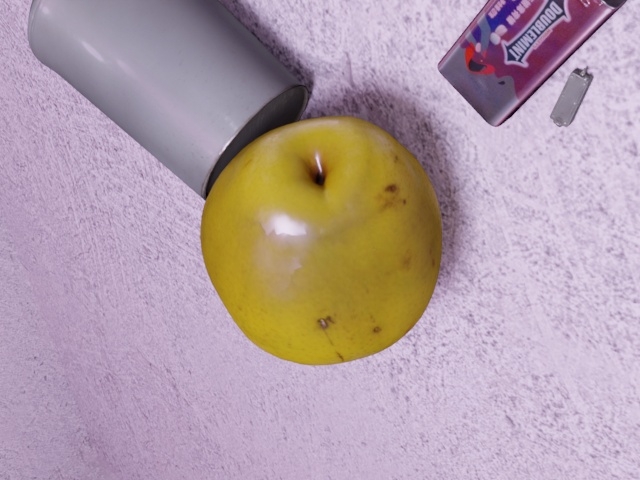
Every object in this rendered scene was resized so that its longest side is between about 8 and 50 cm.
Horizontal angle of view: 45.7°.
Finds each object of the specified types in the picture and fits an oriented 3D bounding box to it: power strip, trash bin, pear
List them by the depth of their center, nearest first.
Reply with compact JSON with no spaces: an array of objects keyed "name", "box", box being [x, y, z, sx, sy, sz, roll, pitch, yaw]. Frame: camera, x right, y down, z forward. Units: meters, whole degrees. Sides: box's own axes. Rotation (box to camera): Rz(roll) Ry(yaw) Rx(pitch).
[{"name":"power strip","box":[0.307,-0.175,0.929,0.027,0.017,0.083,36,140,20]},{"name":"pear","box":[0.000,0.000,1.114,0.362,0.362,0.418,39,160,17]},{"name":"trash bin","box":[-0.253,-0.292,1.219,0.432,0.280,0.280,43,142,7]}]

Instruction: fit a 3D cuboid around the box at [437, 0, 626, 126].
[{"name":"box","box":[0.243,-0.245,0.900,0.120,0.069,0.224,47,143,7]}]
